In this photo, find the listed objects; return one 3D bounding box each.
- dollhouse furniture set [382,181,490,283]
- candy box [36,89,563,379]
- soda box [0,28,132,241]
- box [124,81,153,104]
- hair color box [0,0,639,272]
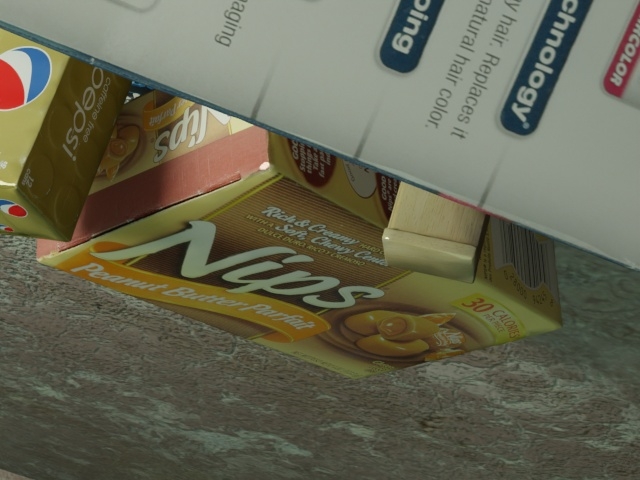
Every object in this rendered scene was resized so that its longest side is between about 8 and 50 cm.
[{"bbox_3d":[0.124,-0.074,0.513,0.161,0.182,0.101,11,156,12],"label":"dollhouse furniture set"},{"bbox_3d":[0.000,0.000,0.770,0.183,0.088,0.316,-19,150,33],"label":"candy box"},{"bbox_3d":[-0.142,-0.092,0.646,0.058,0.181,0.061,7,154,21],"label":"soda box"},{"bbox_3d":[-0.123,-0.095,0.789,0.220,0.051,0.175,14,156,7],"label":"box"},{"bbox_3d":[-0.016,-0.133,0.393,0.347,0.174,0.105,21,-169,-11],"label":"hair color box"}]
